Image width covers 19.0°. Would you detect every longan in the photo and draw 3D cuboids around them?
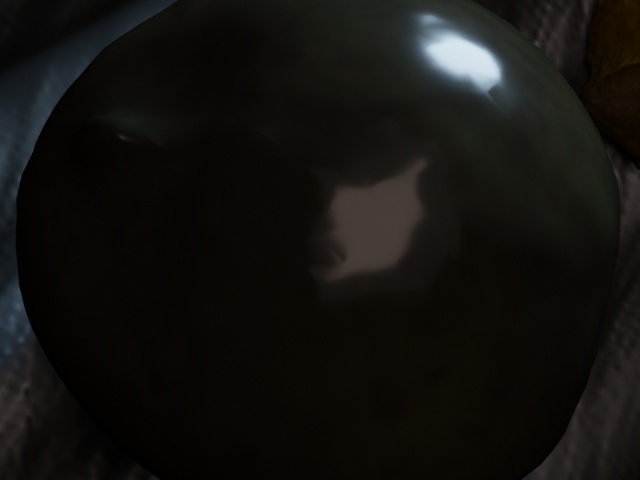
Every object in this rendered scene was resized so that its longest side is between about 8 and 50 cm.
[{"bbox_3d":[-0.001,0.001,0.946,0.297,0.297,0.297,3,74,-11],"label":"longan"}]

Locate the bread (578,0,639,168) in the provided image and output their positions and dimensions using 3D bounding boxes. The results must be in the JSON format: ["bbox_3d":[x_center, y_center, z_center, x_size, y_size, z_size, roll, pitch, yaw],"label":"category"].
[{"bbox_3d":[0.285,-0.123,1.108,0.260,0.134,0.129,-4,75,-13],"label":"bread"}]
